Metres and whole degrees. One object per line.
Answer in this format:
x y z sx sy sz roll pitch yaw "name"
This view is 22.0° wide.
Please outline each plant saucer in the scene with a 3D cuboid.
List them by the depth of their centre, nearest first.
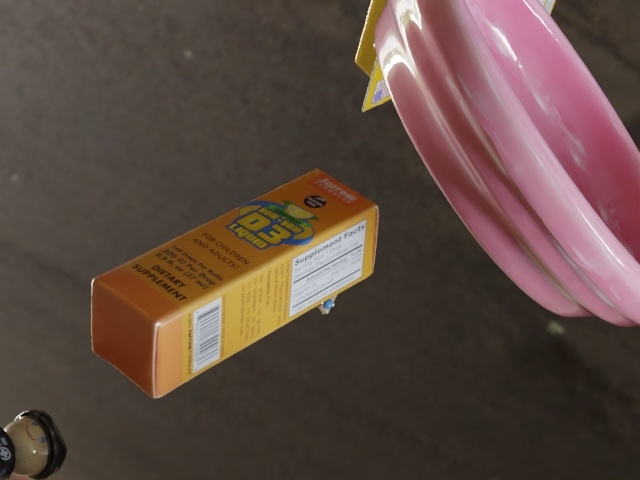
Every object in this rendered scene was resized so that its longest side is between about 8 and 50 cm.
0.143 -0.073 1.155 0.084 0.332 0.332 -33 118 20 "plant saucer"

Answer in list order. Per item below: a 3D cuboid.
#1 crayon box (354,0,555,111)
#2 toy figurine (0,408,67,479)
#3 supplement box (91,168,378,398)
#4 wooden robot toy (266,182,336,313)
0.167 -0.304 2.020 0.083 0.323 0.203 46 143 25 "crayon box"
-0.322 0.230 1.384 0.210 0.148 0.213 8 100 39 "toy figurine"
-0.061 0.027 1.254 0.078 0.233 0.080 32 132 33 "supplement box"
0.000 0.000 1.855 0.076 0.079 0.173 36 155 60 "wooden robot toy"
